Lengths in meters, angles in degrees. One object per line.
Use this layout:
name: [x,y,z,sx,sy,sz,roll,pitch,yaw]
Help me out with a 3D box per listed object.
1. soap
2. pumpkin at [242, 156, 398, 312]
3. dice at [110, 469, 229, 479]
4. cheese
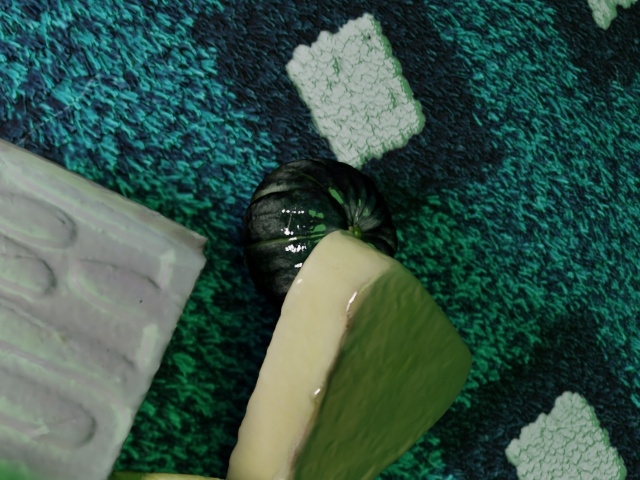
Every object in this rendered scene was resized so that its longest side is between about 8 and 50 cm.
soap: [-0.352,0.134,1.104,0.350,0.213,0.435,32,63,-23]
pumpkin: [0.000,0.000,1.387,0.221,0.162,0.220,5,82,-39]
dice: [-0.180,0.348,1.172,0.166,0.169,0.169,14,70,-28]
cheese: [0.065,0.177,1.334,0.384,0.104,0.384,-32,138,-34]
